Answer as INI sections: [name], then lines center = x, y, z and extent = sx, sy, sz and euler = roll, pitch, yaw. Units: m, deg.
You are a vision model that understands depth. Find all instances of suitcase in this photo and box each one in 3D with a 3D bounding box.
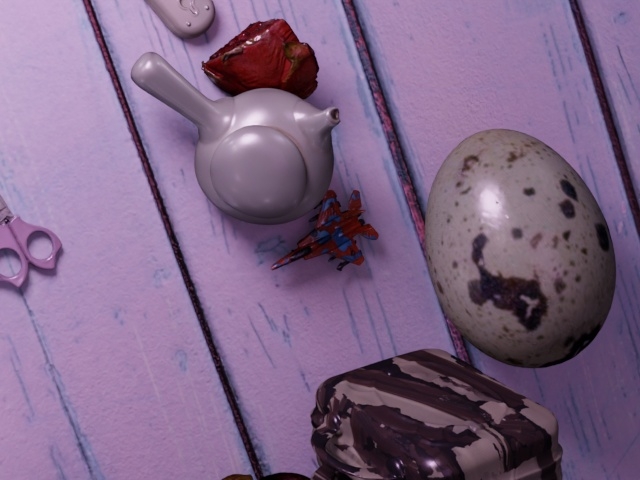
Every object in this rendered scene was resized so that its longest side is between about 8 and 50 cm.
[suitcase]
center = 0.141, 0.317, 1.853
extent = 0.339, 0.351, 0.194
euler = -14, 114, -31

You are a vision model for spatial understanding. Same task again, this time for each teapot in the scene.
[teapot]
center = -0.134, -0.137, 1.818
extent = 0.318, 0.149, 0.220
euler = 16, 108, -5

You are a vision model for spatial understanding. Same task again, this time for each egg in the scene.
[egg]
center = 0.307, 0.012, 1.949
extent = 0.288, 0.287, 0.379
euler = -10, 85, -22

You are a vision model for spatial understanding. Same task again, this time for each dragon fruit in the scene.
[dragon fruit]
center = -0.076, -0.246, 1.866
extent = 0.127, 0.120, 0.161
euler = -47, 113, -8

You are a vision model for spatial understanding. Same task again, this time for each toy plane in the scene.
[toy plane]
center = -0.001, 0.000, 1.940
extent = 0.189, 0.061, 0.130
euler = -27, 103, -15

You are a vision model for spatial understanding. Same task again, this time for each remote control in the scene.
[remote control]
center = -0.238, -0.391, 1.830
extent = 0.078, 0.042, 0.221
euler = -45, 107, -16

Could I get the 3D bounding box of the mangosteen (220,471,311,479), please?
[mangosteen]
center = -0.068, 0.437, 1.858
extent = 0.210, 0.210, 0.210
euler = -1, 93, -23

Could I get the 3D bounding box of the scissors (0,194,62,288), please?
[scissors]
center = -0.450, -0.039, 1.771
extent = 0.110, 0.021, 0.212
euler = -29, 104, -21
